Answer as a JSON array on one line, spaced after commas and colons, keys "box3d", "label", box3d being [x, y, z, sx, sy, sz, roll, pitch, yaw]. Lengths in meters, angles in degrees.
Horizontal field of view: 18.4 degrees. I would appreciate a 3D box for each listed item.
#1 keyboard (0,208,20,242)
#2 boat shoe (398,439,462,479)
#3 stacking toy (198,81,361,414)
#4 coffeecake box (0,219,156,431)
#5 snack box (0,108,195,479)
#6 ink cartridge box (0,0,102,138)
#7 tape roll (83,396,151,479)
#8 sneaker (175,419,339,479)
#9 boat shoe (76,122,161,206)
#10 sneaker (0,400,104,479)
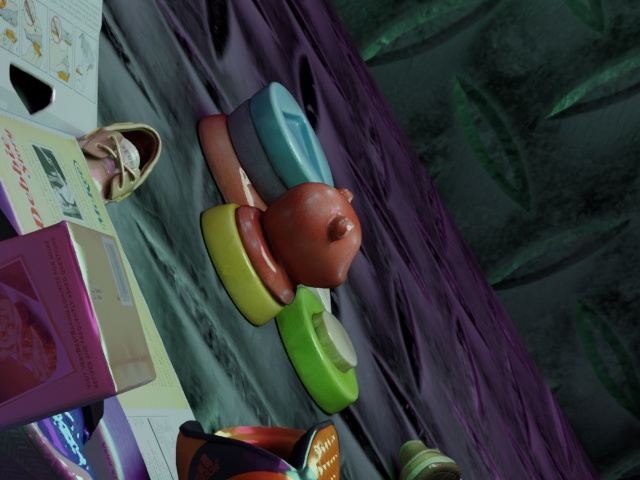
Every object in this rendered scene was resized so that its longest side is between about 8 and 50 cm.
[{"box3d": [-0.257, -0.111, 0.929, 0.317, 0.033, 0.201, 52, 4, 13], "label": "keyboard"}, {"box3d": [0.107, 0.246, 2.105, 0.072, 0.068, 0.190, 55, -3, 20], "label": "boat shoe"}, {"box3d": [0.000, 0.000, 1.954, 0.279, 0.130, 0.309, 56, 14, -34], "label": "stacking toy"}, {"box3d": [-0.167, 0.052, 0.767, 0.142, 0.185, 0.068, 65, 8, -88], "label": "coffeecake box"}, {"box3d": [-0.153, 0.072, 1.254, 0.322, 0.060, 0.187, 66, 11, 10], "label": "snack box"}, {"box3d": [-0.237, -0.193, 1.480, 0.275, 0.060, 0.239, 30, 60, -72], "label": "ink cartridge box"}, {"box3d": [-0.175, 0.115, 0.979, 0.275, 0.090, 0.275, 60, 12, -22], "label": "tape roll"}, {"box3d": [-0.020, 0.204, 1.159, 0.321, 0.125, 0.180, 95, -7, -63], "label": "sneaker"}, {"box3d": [-0.163, -0.058, 1.487, 0.063, 0.059, 0.170, 64, 17, -11], "label": "boat shoe"}, {"box3d": [-0.116, 0.104, 0.889, 0.152, 0.058, 0.084, 58, 20, 0], "label": "sneaker"}]
